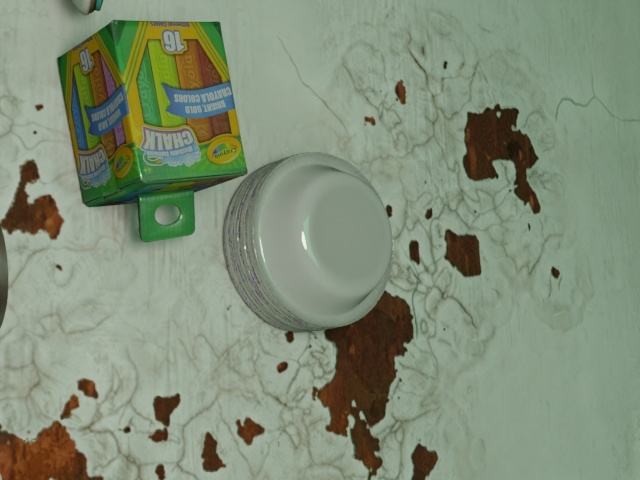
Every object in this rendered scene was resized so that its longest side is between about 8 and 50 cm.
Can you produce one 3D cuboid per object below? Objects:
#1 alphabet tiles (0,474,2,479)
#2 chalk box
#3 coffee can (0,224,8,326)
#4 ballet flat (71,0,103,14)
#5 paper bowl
[{"bbox_3d":[-0.414,0.416,1.290,0.284,0.021,0.278,44,39,-24],"label":"alphabet tiles"},{"bbox_3d":[-0.233,-0.147,1.505,0.180,0.179,0.289,-10,87,-39],"label":"chalk box"},{"bbox_3d":[-0.489,0.034,1.080,0.275,0.201,0.201,-10,87,-41],"label":"coffee can"},{"bbox_3d":[-0.337,-0.505,1.547,0.139,0.139,0.400,26,61,-32],"label":"ballet flat"},{"bbox_3d":[0.000,0.000,1.685,0.284,0.148,0.284,8,77,-38],"label":"paper bowl"}]
